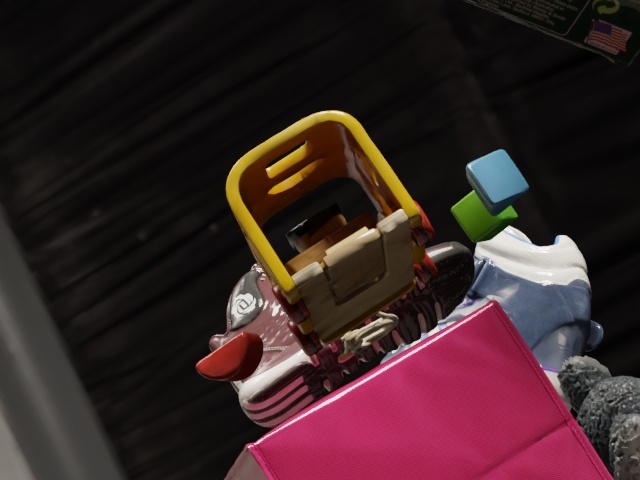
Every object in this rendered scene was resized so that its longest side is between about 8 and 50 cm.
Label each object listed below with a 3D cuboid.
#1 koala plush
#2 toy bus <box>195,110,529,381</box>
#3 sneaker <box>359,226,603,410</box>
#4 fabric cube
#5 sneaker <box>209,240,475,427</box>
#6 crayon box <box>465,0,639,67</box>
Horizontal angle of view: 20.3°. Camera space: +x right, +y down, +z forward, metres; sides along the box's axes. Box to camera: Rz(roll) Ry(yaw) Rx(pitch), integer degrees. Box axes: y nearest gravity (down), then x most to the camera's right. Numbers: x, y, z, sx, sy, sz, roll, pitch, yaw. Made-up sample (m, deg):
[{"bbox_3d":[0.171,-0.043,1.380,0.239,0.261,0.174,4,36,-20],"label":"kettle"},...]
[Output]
[{"bbox_3d":[0.318,0.216,1.722,0.221,0.203,0.196,49,8,-30],"label":"koala plush"},{"bbox_3d":[0.004,-0.006,1.086,0.191,0.202,0.104,-17,69,-48],"label":"toy bus"},{"bbox_3d":[0.174,0.098,2.076,0.130,0.323,0.236,31,58,-39],"label":"sneaker"},{"bbox_3d":[0.091,0.248,1.599,0.258,0.254,0.259,-30,80,-18],"label":"fabric cube"},{"bbox_3d":[0.007,0.054,1.817,0.162,0.281,0.106,47,-17,38],"label":"sneaker"},{"bbox_3d":[0.212,-0.320,1.552,0.202,0.081,0.318,20,52,-8],"label":"crayon box"}]
